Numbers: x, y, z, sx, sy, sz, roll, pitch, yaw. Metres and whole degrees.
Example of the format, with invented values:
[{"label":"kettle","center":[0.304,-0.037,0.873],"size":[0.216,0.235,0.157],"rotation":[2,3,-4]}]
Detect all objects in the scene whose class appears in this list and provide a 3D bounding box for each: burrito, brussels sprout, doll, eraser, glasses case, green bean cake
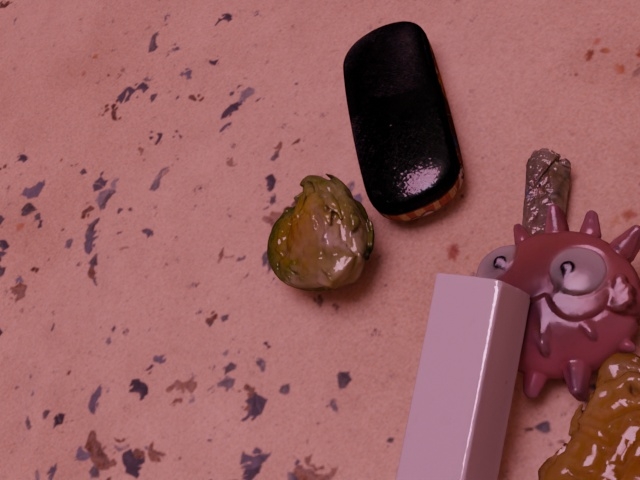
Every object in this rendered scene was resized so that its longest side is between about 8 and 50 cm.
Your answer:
[{"label":"burrito","center":[0.256,-0.028,1.424],"size":[0.051,0.042,0.171],"rotation":[2,59,20]},{"label":"brussels sprout","center":[0.002,0.002,1.520],"size":[0.139,0.100,0.181],"rotation":[-44,47,9]},{"label":"doll","center":[0.260,0.066,1.310],"size":[0.261,0.093,0.211],"rotation":[3,71,32]},{"label":"eraser","center":[0.137,0.187,1.249],"size":[0.078,0.076,0.298],"rotation":[5,78,36]},{"label":"glasses case","center":[0.102,-0.158,1.585],"size":[0.122,0.082,0.321],"rotation":[-21,47,14]},{"label":"green bean cake","center":[0.315,0.236,1.129],"size":[0.229,0.131,0.224],"rotation":[20,70,40]}]
